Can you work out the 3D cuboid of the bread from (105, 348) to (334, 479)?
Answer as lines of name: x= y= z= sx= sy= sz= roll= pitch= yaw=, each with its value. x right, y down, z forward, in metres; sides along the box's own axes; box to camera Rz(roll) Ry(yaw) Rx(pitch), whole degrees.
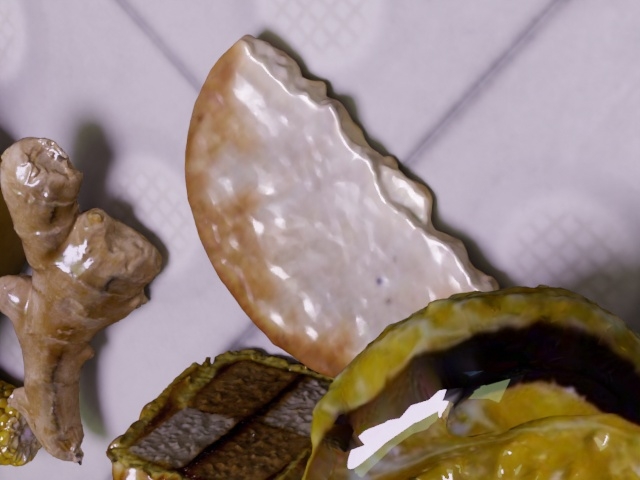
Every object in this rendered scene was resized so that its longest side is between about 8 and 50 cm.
bread: x=-0.061 y=0.177 z=1.010 sx=0.181 sy=0.222 sz=0.096 roll=7 pitch=115 yaw=26

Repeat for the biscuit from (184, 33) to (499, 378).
biscuit: x=0.000 y=0.000 z=1.008 sx=0.309 sy=0.040 sz=0.204 roll=47 pitch=127 yaw=8

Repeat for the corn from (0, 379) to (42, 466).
corn: x=-0.418 y=0.159 z=1.312 sx=0.310 sy=0.101 sz=0.101 roll=20 pitch=119 yaw=22

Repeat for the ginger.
ginger: x=-0.229 y=0.058 z=1.139 sx=0.148 sy=0.081 sz=0.333 roll=5 pitch=122 yaw=-18

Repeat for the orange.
orange: x=0.146 y=0.191 z=0.878 sx=0.271 sy=0.210 sz=0.368 roll=-20 pitch=107 yaw=12

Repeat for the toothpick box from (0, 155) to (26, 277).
toothpick box: x=-0.520 y=0.020 z=1.128 sx=0.425 sy=0.409 sz=0.409 roll=8 pitch=114 yaw=21
